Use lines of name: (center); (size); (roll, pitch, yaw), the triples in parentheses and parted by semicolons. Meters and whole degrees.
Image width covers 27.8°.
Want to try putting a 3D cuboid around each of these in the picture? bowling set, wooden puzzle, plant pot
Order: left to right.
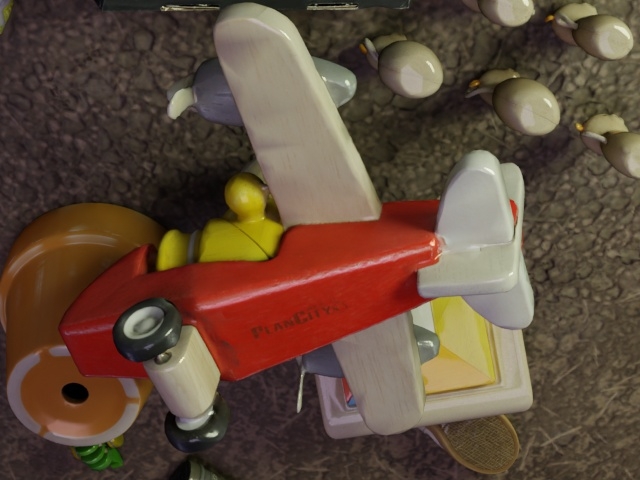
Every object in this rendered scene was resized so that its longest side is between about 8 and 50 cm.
plant pot: (-0.234, 0.097, 1.300); (0.205, 0.188, 0.205); (1, 123, 1)
wooden puzzle: (0.093, 0.083, 1.331); (0.220, 0.044, 0.239); (-10, 100, 7)
bowling set: (0.200, -0.188, 1.157); (0.287, 0.154, 0.200); (22, 102, -11)

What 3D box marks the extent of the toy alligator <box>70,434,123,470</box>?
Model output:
toy alligator: (-0.273, 0.201, 1.450); (0.056, 0.051, 0.190); (-19, 121, 12)

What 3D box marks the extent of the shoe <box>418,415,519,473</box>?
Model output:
shoe: (0.138, 0.185, 1.439); (0.219, 0.058, 0.076); (38, 96, -26)

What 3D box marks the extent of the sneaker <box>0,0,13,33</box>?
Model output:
sneaker: (-0.397, -0.225, 1.151); (0.240, 0.091, 0.126); (27, 132, -3)

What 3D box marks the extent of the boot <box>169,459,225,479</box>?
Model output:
boot: (-0.107, 0.362, 1.552); (0.208, 0.076, 0.190); (27, 122, -24)

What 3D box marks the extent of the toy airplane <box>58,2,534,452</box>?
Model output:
toy airplane: (0.000, 0.000, 1.161); (0.384, 0.272, 0.386); (17, 120, -24)

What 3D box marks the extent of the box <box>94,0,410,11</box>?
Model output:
box: (-0.029, -0.325, 1.018); (0.293, 0.073, 0.296); (-8, 130, -30)
